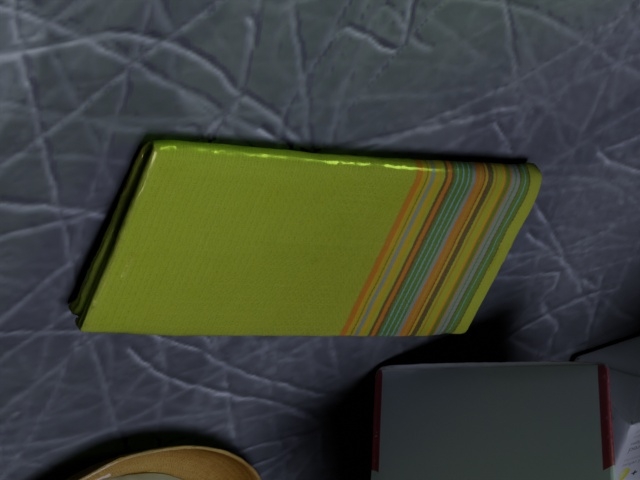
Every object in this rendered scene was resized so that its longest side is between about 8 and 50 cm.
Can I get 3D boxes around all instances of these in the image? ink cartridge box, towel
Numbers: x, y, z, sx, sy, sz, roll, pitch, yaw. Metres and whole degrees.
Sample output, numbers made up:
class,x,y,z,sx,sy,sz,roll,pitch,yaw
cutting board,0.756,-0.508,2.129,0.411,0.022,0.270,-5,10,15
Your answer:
class,x,y,z,sx,sy,sz,roll,pitch,yaw
ink cartridge box,0.193,0.140,1.094,0.104,0.061,0.181,-15,139,-26
ink cartridge box,0.097,0.167,0.955,0.127,0.128,0.176,-2,142,6
towel,0.000,0.000,0.825,0.237,0.021,0.102,2,123,-39

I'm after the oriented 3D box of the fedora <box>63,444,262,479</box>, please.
class,x,y,z,sx,sy,sz,roll,pitch,yaw
fedora,-0.094,0.191,0.901,0.194,0.079,0.194,-22,140,-20
